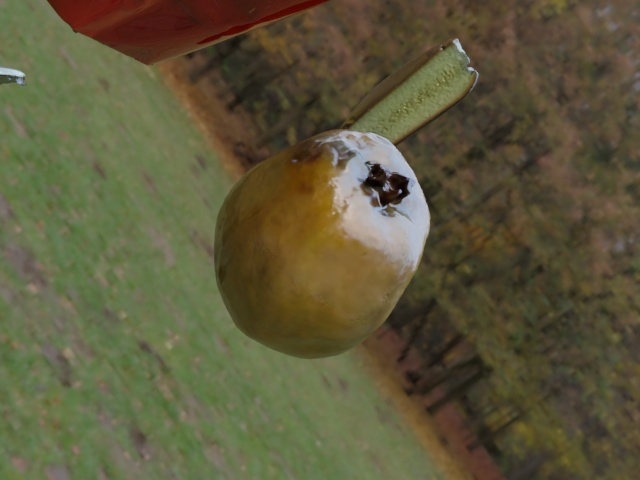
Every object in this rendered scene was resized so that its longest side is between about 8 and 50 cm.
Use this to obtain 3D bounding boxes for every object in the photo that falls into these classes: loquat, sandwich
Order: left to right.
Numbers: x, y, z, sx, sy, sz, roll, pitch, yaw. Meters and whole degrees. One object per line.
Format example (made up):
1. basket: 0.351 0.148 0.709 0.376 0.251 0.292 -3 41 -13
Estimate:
1. loquat: 0.000 0.000 1.046 0.176 0.234 0.187 21 51 -17
2. sandwich: 0.138 -0.219 1.917 0.094 0.258 0.096 52 22 -10

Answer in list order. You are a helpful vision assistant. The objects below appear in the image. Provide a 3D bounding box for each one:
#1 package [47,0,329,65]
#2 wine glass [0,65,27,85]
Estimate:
1. package: -0.009 -0.245 0.897 0.423 0.196 0.123 -42 111 -52
2. wine glass: -0.455 -0.359 1.499 0.190 0.191 0.357 -101 -170 -86
